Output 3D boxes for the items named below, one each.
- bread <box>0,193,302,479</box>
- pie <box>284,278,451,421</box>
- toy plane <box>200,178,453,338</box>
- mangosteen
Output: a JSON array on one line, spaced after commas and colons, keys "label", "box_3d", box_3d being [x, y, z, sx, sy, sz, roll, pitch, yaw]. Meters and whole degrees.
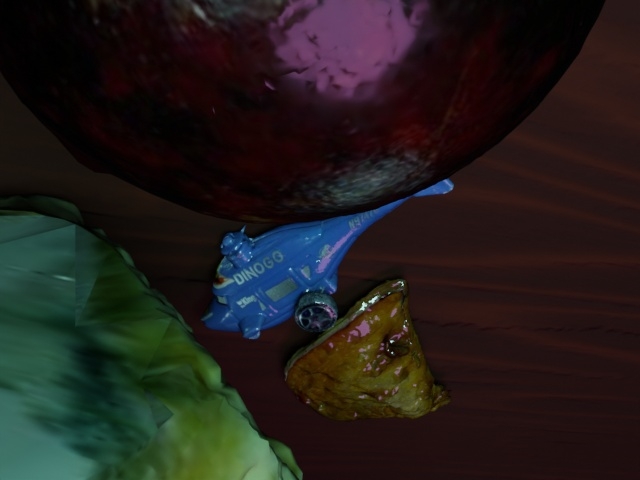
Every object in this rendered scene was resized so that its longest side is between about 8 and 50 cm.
[{"label": "bread", "box_3d": [-0.136, 0.116, 0.685, 0.239, 0.395, 0.264, -29, 129, -16]}, {"label": "pie", "box_3d": [0.027, 0.082, 0.960, 0.088, 0.033, 0.191, -16, 151, 6]}, {"label": "toy plane", "box_3d": [0.000, 0.000, 0.792, 0.167, 0.054, 0.062, -33, 122, 27]}, {"label": "mangosteen", "box_3d": [-0.013, -0.105, 0.452, 0.210, 0.210, 0.210, -13, 151, -7]}]
